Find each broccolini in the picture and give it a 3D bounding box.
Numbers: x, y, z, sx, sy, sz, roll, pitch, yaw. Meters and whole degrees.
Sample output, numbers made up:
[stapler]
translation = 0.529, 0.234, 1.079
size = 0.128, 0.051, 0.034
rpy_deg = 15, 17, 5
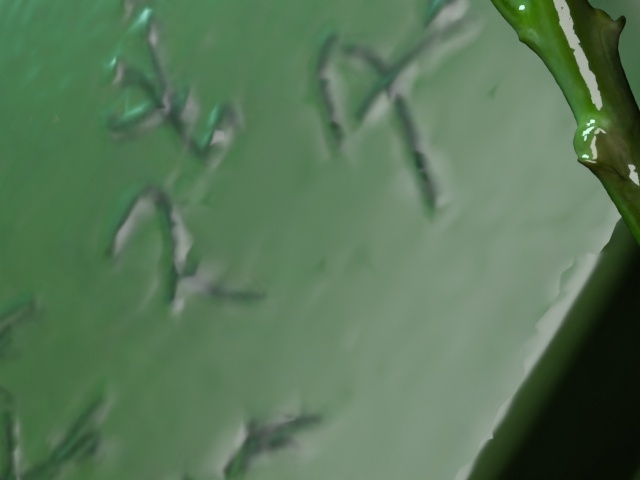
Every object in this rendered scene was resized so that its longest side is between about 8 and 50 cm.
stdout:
[broccolini]
translation = 0.049, -0.035, 0.350
size = 0.054, 0.052, 0.194
rpy_deg = -24, 74, 23

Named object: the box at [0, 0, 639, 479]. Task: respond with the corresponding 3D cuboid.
[box]
translation = 0.000, 0.000, 0.488
size = 0.252, 0.178, 0.329
rpy_deg = 32, 98, 22
